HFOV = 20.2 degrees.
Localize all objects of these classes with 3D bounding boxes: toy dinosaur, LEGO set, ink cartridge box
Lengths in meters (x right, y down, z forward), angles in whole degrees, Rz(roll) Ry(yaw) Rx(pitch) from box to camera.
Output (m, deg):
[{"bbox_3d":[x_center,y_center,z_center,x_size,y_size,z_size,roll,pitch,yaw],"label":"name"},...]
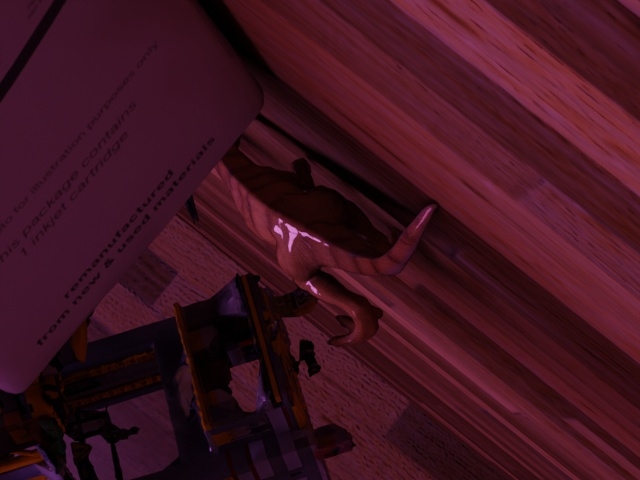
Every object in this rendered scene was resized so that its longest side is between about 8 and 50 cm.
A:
[{"bbox_3d":[0.000,0.000,0.810,0.112,0.064,0.211,44,173,-40],"label":"toy dinosaur"},{"bbox_3d":[-0.101,-0.004,0.877,0.255,0.192,0.331,73,179,-48],"label":"LEGO set"},{"bbox_3d":[-0.217,-0.130,0.574,0.285,0.166,0.395,37,175,21],"label":"ink cartridge box"}]
